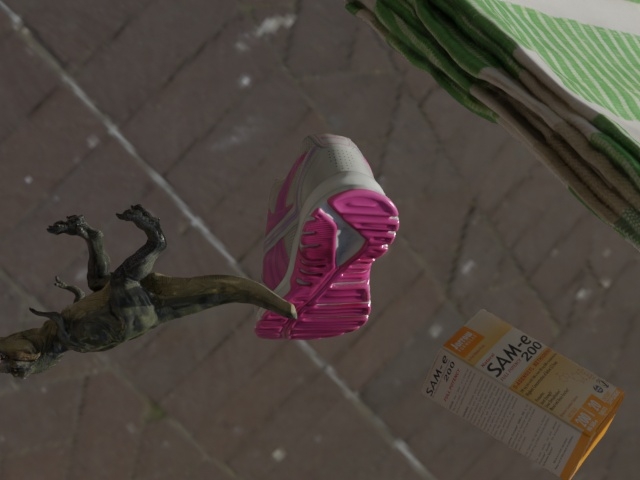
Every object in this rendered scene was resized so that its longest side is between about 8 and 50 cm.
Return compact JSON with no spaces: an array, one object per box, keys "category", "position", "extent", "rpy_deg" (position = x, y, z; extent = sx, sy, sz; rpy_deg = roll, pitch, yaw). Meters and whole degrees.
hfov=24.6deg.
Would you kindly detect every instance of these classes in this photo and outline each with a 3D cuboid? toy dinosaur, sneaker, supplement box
[{"category":"toy dinosaur","position":[-0.157,0.033,1.173],"extent":[0.064,0.268,0.118],"rpy_deg":[-51,125,-69]},{"category":"sneaker","position":[0.000,0.000,1.307],"extent":[0.103,0.111,0.252],"rpy_deg":[4,142,-19]},{"category":"supplement box","position":[0.116,0.087,0.840],"extent":[0.062,0.098,0.036],"rpy_deg":[-35,151,-55]}]

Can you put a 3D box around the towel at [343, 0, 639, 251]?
[{"category":"towel","position":[0.177,-0.028,0.562],"extent":[0.248,0.325,0.038],"rpy_deg":[6,117,-34]}]
